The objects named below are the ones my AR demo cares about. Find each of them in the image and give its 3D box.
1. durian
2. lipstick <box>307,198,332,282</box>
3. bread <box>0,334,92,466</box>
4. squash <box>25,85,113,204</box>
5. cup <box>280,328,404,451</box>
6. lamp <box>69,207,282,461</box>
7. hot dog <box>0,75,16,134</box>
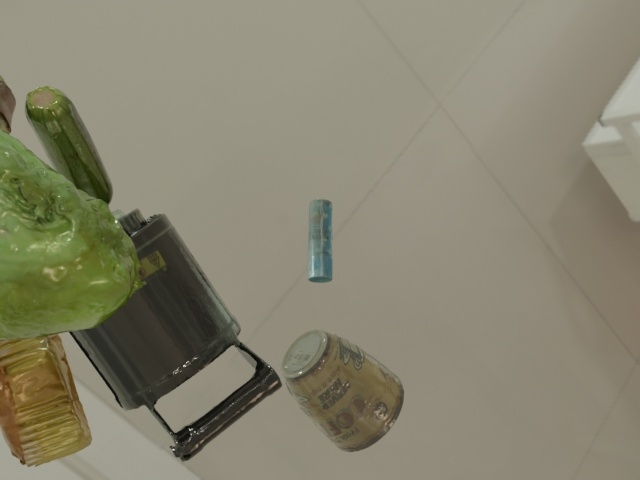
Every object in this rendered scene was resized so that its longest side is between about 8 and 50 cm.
[{"bbox_3d":[-0.346,-0.007,0.670,0.256,0.340,0.204,-17,44,47],"label":"durian"},{"bbox_3d":[0.000,0.000,1.335,0.048,0.048,0.157,-20,62,47],"label":"lipstick"},{"bbox_3d":[-0.495,0.259,1.203,0.133,0.250,0.179,-19,-3,-21],"label":"bread"},{"bbox_3d":[-0.323,-0.111,0.906,0.066,0.066,0.229,-53,-18,-25],"label":"squash"},{"bbox_3d":[0.013,0.340,1.681,0.301,0.257,0.227,-14,36,48],"label":"cup"},{"bbox_3d":[-0.254,0.092,0.982,0.205,0.272,0.374,-37,30,-21],"label":"lamp"},{"bbox_3d":[-0.579,-0.208,1.166,0.123,0.093,0.261,-11,46,-6],"label":"hot dog"}]
